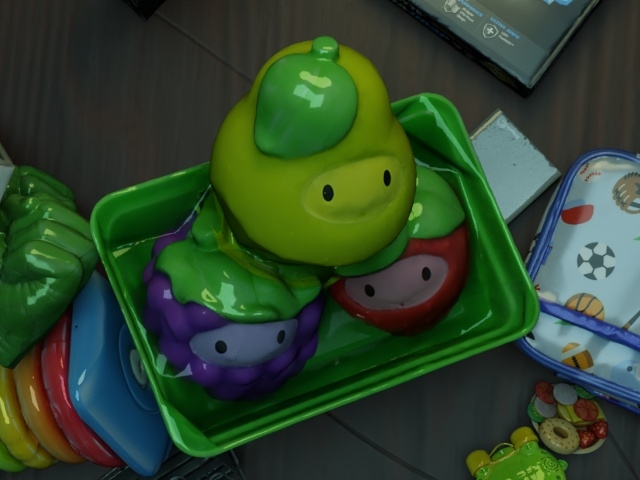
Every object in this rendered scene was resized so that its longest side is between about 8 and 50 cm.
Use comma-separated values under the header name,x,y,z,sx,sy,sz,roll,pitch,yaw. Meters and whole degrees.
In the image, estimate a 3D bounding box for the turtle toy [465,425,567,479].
name,x,y,z,sx,sy,sz,roll,pitch,yaw
turtle toy,0.181,0.246,1.470,0.130,0.066,0.095,-27,56,-1

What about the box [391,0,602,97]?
name,x,y,z,sx,sy,sz,roll,pitch,yaw
box,0.176,-0.278,1.550,0.220,0.051,0.175,38,86,8

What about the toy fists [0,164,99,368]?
name,x,y,z,sx,sy,sz,roll,pitch,yaw
toy fists,-0.288,0.006,1.438,0.142,0.279,0.096,-46,115,-1

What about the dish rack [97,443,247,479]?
name,x,y,z,sx,sy,sz,roll,pitch,yaw
dish rack,-0.137,0.293,1.419,0.208,0.074,0.271,-32,48,0

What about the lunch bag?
name,x,y,z,sx,sy,sz,roll,pitch,yaw
lunch bag,0.342,0.063,1.464,0.303,0.115,0.243,23,85,5

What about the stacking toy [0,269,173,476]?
name,x,y,z,sx,sy,sz,roll,pitch,yaw
stacking toy,-0.304,0.166,1.475,0.302,0.166,0.175,-19,46,15

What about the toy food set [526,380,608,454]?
name,x,y,z,sx,sy,sz,roll,pitch,yaw
toy food set,0.240,0.171,1.482,0.083,0.020,0.082,-6,53,-22

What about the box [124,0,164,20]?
name,x,y,z,sx,sy,sz,roll,pitch,yaw
box,-0.112,-0.371,1.456,0.073,0.293,0.295,44,87,6

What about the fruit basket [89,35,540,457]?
name,x,y,z,sx,sy,sz,roll,pitch,yaw
fruit basket,0.000,0.000,1.330,0.392,0.392,0.283,-22,82,0

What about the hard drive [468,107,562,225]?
name,x,y,z,sx,sy,sz,roll,pitch,yaw
hard drive,0.162,-0.054,1.535,0.135,0.022,0.094,-42,82,-3

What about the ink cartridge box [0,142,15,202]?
name,x,y,z,sx,sy,sz,roll,pitch,yaw
ink cartridge box,-0.377,-0.004,1.440,0.060,0.275,0.239,20,99,-25
